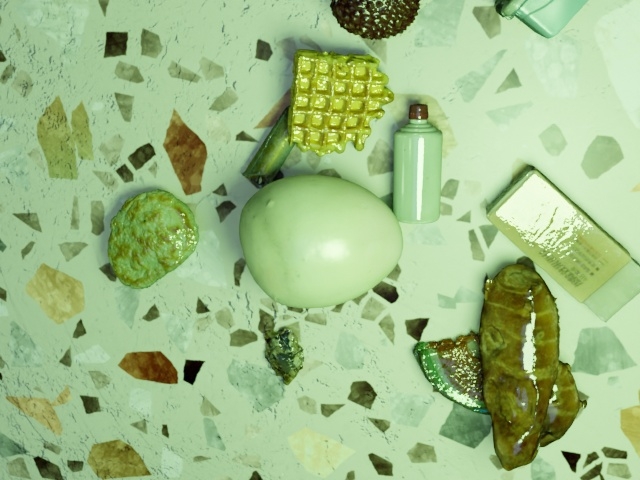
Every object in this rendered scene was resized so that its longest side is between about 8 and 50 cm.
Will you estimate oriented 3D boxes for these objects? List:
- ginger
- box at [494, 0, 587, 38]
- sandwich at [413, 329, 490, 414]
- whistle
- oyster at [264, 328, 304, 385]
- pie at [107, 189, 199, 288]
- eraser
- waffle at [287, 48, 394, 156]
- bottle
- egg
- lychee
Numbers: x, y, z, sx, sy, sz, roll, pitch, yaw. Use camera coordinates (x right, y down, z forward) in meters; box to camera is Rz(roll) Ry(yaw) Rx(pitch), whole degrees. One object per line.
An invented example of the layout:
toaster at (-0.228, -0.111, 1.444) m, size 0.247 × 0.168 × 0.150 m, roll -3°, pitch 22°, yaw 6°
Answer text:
ginger at (0.448, 0.257, 1.509) m, size 0.176 × 0.254 × 0.419 m, roll -6°, pitch 87°, yaw 46°
box at (0.441, -0.495, 1.324) m, size 0.130 × 0.162 × 0.227 m, roll 37°, pitch 110°, yaw -11°
sandwich at (0.330, 0.310, 1.599) m, size 0.159 × 0.079 × 0.235 m, roll -34°, pitch 96°, yaw 18°
whistle at (-0.063, -0.253, 1.544) m, size 0.068 × 0.057 × 0.326 m, roll 38°, pitch 109°, yaw 7°
oyster at (-0.088, 0.284, 1.698) m, size 0.103 × 0.051 × 0.148 m, roll -11°, pitch 112°, yaw 22°
pie at (-0.400, -0.009, 1.668) m, size 0.248 × 0.090 × 0.201 m, roll -33°, pitch 85°, yaw 18°
eraser at (0.518, 0.006, 1.479) m, size 0.343 × 0.078 × 0.144 m, roll 42°, pitch 109°, yaw -2°
waffle at (0.045, -0.282, 1.485) m, size 0.218 × 0.057 × 0.229 m, roll 0°, pitch 121°, yaw -12°
bottle at (0.204, -0.163, 1.487) m, size 0.104 × 0.104 × 0.245 m, roll 2°, pitch 106°, yaw 12°
egg at (0.000, 0.000, 1.481) m, size 0.344 × 0.283 × 0.283 m, roll -5°, pitch 104°, yaw 4°
lychee at (0.114, -0.488, 1.389) m, size 0.187 × 0.188 × 0.188 m, roll 3°, pitch 105°, yaw 11°
